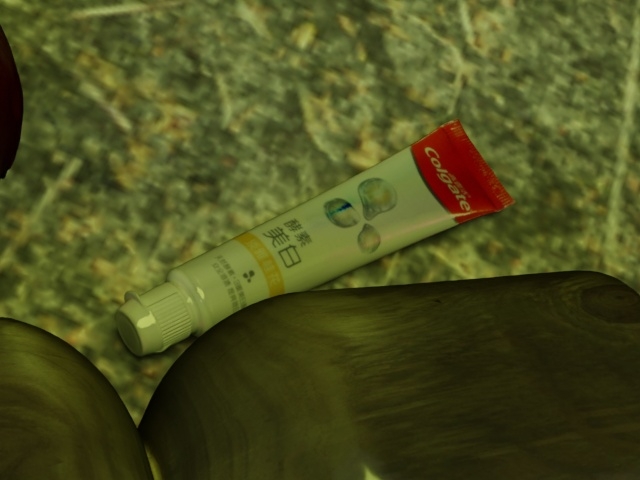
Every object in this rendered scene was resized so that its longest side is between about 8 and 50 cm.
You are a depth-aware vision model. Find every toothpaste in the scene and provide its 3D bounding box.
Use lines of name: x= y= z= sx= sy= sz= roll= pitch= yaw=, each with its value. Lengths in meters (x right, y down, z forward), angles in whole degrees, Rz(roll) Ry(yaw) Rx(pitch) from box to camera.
toothpaste: x=0.000 y=0.000 z=0.645 sx=0.190 sy=0.031 sz=0.048 roll=-26 pitch=74 yaw=-28

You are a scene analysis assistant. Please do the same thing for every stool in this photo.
stool: x=-0.019 y=0.106 z=0.509 sx=0.264 sy=0.179 sz=0.179 roll=-5 pitch=69 yaw=-19

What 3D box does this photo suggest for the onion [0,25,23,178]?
onion: x=-0.217 y=-0.029 z=0.485 sx=0.248 sy=0.248 sz=0.161 roll=-40 pitch=101 yaw=-27
